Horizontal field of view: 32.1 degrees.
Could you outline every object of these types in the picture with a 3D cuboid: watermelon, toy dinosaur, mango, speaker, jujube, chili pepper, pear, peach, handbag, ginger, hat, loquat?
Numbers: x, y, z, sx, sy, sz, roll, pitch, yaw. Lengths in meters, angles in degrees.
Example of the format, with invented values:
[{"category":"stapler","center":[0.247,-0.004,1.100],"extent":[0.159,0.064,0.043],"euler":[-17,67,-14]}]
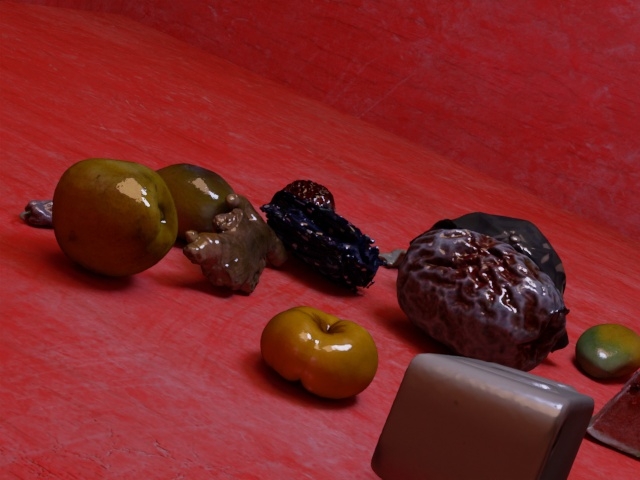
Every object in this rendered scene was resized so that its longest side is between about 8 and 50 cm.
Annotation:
[{"category":"watermelon","center":[0.496,0.277,1.847],"extent":[0.121,0.158,0.098],"euler":[-5,13,10]},{"category":"toy dinosaur","center":[0.193,0.044,2.409],"extent":[0.142,0.057,0.212],"euler":[12,-2,35]},{"category":"mango","center":[0.572,0.222,2.199],"extent":[0.130,0.091,0.195],"euler":[28,26,18]},{"category":"speaker","center":[0.213,0.243,1.383],"extent":[0.184,0.183,0.406],"euler":[21,0,20]},{"category":"jujube","center":[0.285,0.105,1.974],"extent":[0.226,0.226,0.317],"euler":[4,19,-46]},{"category":"chili pepper","center":[-0.450,-0.045,1.894],"extent":[0.153,0.041,0.050],"euler":[3,66,-48]},{"category":"pear","center":[-0.319,-0.035,1.746],"extent":[0.200,0.200,0.200],"euler":[19,16,-5]},{"category":"peach","center":[-0.002,0.164,1.637],"extent":[0.179,0.103,0.179],"euler":[18,12,-4]},{"category":"handbag","center":[0.000,0.000,2.123],"extent":[0.260,0.113,0.162],"euler":[29,-16,31]},{"category":"ginger","center":[-0.141,0.004,1.944],"extent":[0.080,0.166,0.333],"euler":[-16,8,24]},{"category":"jujube","center":[-0.036,-0.087,2.472],"extent":[0.104,0.104,0.166],"euler":[8,7,-38]},{"category":"hat","center":[0.392,0.041,2.249],"extent":[0.366,0.257,0.382],"euler":[39,30,11]},{"category":"loquat","center":[-0.246,-0.072,2.054],"extent":[0.195,0.152,0.152],"euler":[32,18,12]}]
